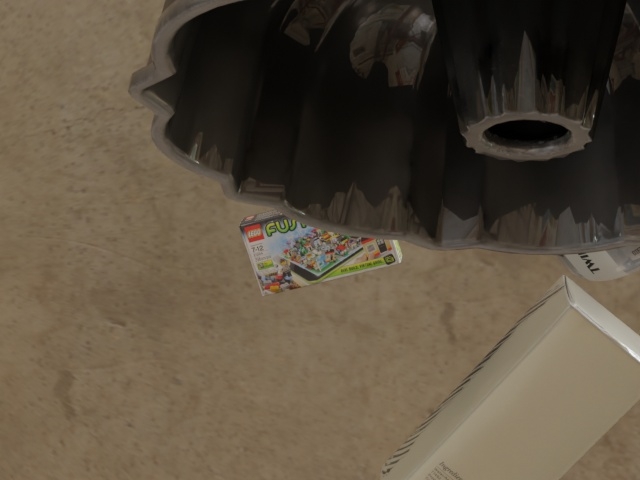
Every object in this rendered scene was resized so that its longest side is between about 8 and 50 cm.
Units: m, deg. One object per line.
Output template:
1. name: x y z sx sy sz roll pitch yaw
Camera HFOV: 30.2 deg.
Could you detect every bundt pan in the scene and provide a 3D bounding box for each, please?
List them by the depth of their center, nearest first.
1. bundt pan: 0.089 -0.099 0.513 0.330 0.331 0.124 11 70 -24

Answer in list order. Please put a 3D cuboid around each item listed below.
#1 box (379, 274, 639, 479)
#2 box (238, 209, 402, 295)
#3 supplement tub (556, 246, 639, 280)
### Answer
1. box: 0.179 0.174 1.115 0.113 0.094 0.275 40 106 -6
2. box: 0.000 0.000 1.672 0.206 0.036 0.114 -14 107 14
3. supplement tub: 0.262 -0.137 1.296 0.338 0.207 0.207 47 72 -17
